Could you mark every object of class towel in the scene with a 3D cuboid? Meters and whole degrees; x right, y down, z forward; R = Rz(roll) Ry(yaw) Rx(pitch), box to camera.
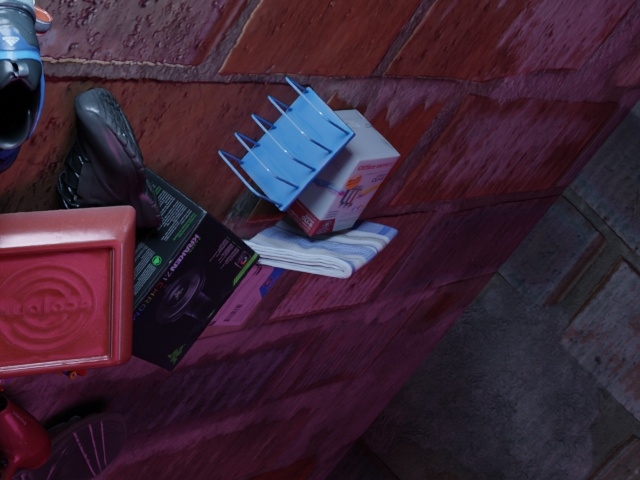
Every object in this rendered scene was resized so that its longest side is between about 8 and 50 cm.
[{"bbox_3d":[0.000,0.000,2.142,0.285,0.209,0.034,-35,133,-65],"label":"towel"}]

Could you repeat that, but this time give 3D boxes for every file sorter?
[{"bbox_3d":[-0.058,-0.154,1.936,0.170,0.118,0.104,-47,154,10],"label":"file sorter"}]

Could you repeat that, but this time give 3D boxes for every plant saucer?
[{"bbox_3d":[-0.376,0.084,1.675,0.258,0.048,0.259,-5,121,-19],"label":"plant saucer"}]

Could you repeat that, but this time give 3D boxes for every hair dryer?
[{"bbox_3d":[-0.507,0.386,2.030,0.223,0.080,0.293,-56,147,-73],"label":"hair dryer"}]

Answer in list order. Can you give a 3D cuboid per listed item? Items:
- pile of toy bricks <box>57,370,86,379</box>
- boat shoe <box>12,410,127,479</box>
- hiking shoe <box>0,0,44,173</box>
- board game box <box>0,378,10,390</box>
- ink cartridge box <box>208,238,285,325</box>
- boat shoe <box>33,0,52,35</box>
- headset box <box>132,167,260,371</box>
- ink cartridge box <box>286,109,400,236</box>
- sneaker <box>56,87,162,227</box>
[{"bbox_3d":[-0.428,0.121,1.861,0.212,0.118,0.105,49,59,-53],"label":"pile of toy bricks"},{"bbox_3d":[-0.494,0.396,2.248,0.320,0.103,0.118,-31,124,-38],"label":"boat shoe"},{"bbox_3d":[-0.366,-0.142,1.354,0.113,0.132,0.304,-7,153,-19],"label":"hiking shoe"},{"bbox_3d":[-0.517,0.214,1.940,0.133,0.033,0.169,-43,158,0],"label":"board game box"},{"bbox_3d":[-0.177,0.073,2.190,0.148,0.086,0.203,-49,157,15],"label":"ink cartridge box"},{"bbox_3d":[-0.336,-0.262,1.351,0.043,0.049,0.137,-50,153,11],"label":"boat shoe"},{"bbox_3d":[-0.248,0.056,1.927,0.246,0.131,0.283,-52,159,-4],"label":"headset box"},{"bbox_3d":[0.022,-0.119,2.120,0.128,0.127,0.176,-13,143,-51],"label":"ink cartridge box"},{"bbox_3d":[-0.298,-0.089,1.668,0.130,0.109,0.286,-19,146,-7],"label":"sneaker"}]
